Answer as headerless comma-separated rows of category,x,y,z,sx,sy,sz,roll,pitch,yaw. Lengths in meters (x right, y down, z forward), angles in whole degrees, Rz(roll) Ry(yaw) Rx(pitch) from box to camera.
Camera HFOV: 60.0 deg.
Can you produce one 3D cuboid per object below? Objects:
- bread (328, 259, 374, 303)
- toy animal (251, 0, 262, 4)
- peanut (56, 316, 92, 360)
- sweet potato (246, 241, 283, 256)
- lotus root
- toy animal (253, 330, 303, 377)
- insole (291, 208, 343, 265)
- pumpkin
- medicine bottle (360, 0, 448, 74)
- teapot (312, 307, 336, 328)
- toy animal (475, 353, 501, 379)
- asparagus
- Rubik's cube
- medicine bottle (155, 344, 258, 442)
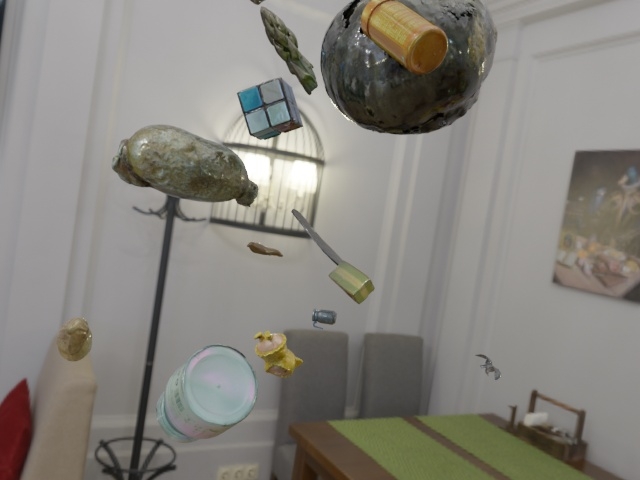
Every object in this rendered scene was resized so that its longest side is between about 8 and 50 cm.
bread,0.079,0.105,1.579,0.139,0.074,0.084,43,-7,29
toy animal,-0.191,-0.821,1.787,0.138,0.108,0.236,-30,18,-22
peanut,-0.711,0.286,1.603,0.085,0.104,0.228,34,-29,0
sweet potato,-0.128,0.021,1.243,0.026,0.026,0.115,11,-4,38
lotus root,-0.303,-0.175,1.311,0.349,0.175,0.175,14,0,-24
toy animal,-0.185,0.460,2.269,0.156,0.230,0.156,-19,32,13
insole,0.000,0.000,1.914,0.309,0.012,0.110,50,16,23
pumpkin,0.217,-0.477,1.405,0.454,0.455,0.344,10,-38,26
medicine bottle,0.166,-0.416,1.117,0.096,0.096,0.192,7,34,-36
teapot,0.013,0.270,1.920,0.083,0.064,0.049,6,25,9
toy animal,0.379,0.287,1.234,0.050,0.028,0.084,45,9,-34
asparagus,-0.093,-0.566,1.642,0.080,0.287,0.080,-35,10,7
Rubik's cube,-0.184,-0.484,2.062,0.180,0.167,0.183,-16,-1,13
medicine bottle,-0.360,0.483,1.697,0.244,0.245,0.290,7,-34,-34
